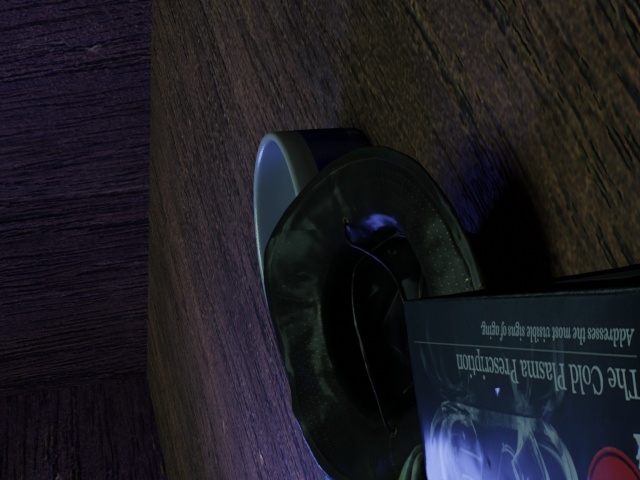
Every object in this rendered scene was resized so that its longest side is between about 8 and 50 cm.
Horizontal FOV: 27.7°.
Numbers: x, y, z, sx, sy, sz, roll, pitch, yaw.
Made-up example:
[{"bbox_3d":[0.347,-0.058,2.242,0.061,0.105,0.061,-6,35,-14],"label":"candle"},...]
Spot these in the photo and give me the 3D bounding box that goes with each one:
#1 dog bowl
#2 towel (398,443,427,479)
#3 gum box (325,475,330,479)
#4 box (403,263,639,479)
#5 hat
[{"bbox_3d":[0.000,0.000,1.526,0.265,0.104,0.264,174,90,-76],"label":"dog bowl"},{"bbox_3d":[0.050,0.382,1.020,0.320,0.090,0.374,-70,-4,-49],"label":"towel"},{"bbox_3d":[0.045,0.356,1.640,0.157,0.041,0.184,-125,32,-61],"label":"gum box"},{"bbox_3d":[0.194,0.170,0.698,0.343,0.179,0.312,163,99,-76],"label":"box"},{"bbox_3d":[0.085,0.066,1.163,0.331,0.134,0.331,17,110,54],"label":"hat"}]
